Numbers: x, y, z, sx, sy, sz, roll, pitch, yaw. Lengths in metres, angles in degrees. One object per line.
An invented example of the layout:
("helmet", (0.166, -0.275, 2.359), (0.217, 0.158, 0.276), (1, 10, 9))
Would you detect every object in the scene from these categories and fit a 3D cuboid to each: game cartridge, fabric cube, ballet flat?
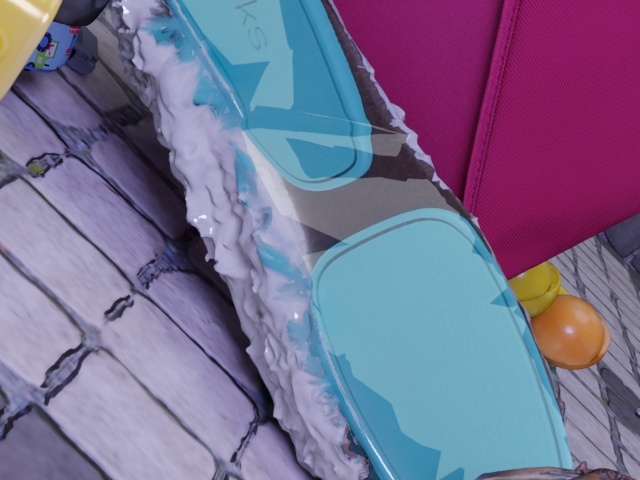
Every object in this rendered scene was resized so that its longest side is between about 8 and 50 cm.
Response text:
("game cartridge", (-0.177, -0.143, 0.876), (0.083, 0.017, 0.056), (39, 19, -25))
("fabric cube", (0.085, -0.150, 0.848), (0.259, 0.254, 0.258), (33, 37, 32))
("ballet flat", (0.000, 0.000, 0.723), (0.409, 0.147, 0.147), (65, 19, 12))

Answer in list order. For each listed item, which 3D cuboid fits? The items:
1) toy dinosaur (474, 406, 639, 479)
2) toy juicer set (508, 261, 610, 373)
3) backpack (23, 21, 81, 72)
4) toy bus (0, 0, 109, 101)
("toy dinosaur", (0.094, 0.155, 0.507), (0.295, 0.127, 0.200), (18, 51, -54))
("toy juicer set", (0.091, -0.002, 1.064), (0.329, 0.089, 0.209), (43, 3, -19))
("backpack", (-0.183, -0.179, 0.745), (0.158, 0.117, 0.173), (26, 29, -34))
("toy bus", (-0.194, -0.128, 0.524), (0.211, 0.149, 0.220), (37, 18, -23))
